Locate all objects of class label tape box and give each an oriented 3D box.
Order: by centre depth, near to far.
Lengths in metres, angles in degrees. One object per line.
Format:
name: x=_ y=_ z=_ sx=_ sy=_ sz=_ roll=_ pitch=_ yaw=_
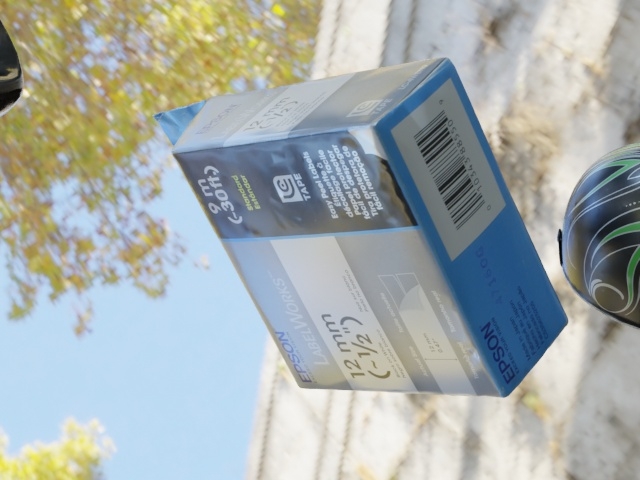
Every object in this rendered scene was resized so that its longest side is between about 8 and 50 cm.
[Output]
label tape box: x=0.000 y=0.000 z=1.250 sx=0.115 sy=0.347 sz=0.249 roll=-46 pitch=-62 yaw=-38

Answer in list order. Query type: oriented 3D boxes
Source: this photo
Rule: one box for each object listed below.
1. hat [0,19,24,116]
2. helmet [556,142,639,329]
hat: x=-0.244 y=-0.093 z=0.825 sx=0.134 sy=0.331 sz=0.331 roll=-19 pitch=-55 yaw=15
helmet: x=0.317 y=-0.015 z=1.425 sx=0.169 sy=0.169 sz=0.161 roll=0 pitch=-50 yaw=-26
